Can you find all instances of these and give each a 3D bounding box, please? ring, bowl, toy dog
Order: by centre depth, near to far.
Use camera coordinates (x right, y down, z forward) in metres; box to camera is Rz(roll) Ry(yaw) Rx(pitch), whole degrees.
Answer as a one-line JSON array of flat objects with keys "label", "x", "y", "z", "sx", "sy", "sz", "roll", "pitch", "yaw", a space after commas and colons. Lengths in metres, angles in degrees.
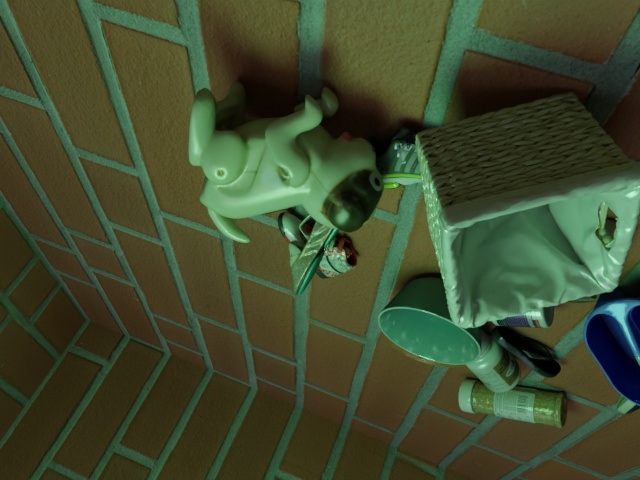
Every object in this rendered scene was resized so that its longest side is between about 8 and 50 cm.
[{"label": "toy dog", "x": -0.062, "y": -0.149, "z": 1.238, "sx": 0.408, "sy": 0.284, "sz": 0.395, "roll": 14, "pitch": 103, "yaw": 8}, {"label": "bowl", "x": 0.344, "y": 0.224, "z": 1.672, "sx": 0.312, "sy": 0.163, "sz": 0.311, "roll": 20, "pitch": 149, "yaw": 13}, {"label": "ring", "x": 0.375, "y": 0.347, "z": 1.959, "sx": 0.337, "sy": 0.032, "sz": 0.336, "roll": 19, "pitch": 147, "yaw": 13}]

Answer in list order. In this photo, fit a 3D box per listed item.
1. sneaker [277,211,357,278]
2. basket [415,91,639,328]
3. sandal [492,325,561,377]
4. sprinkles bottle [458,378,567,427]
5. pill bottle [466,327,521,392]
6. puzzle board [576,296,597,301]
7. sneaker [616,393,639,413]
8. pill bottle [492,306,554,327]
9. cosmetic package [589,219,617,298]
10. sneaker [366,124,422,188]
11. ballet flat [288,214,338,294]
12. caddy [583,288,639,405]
[{"label": "sneaker", "x": 0.001, "y": 0.000, "z": 1.672, "sx": 0.145, "sy": 0.090, "sz": 0.270, "roll": -18, "pitch": 123, "yaw": 35}, {"label": "basket", "x": 0.366, "y": -0.052, "z": 1.059, "sx": 0.331, "sy": 0.266, "sz": 0.328, "roll": -15, "pitch": 138, "yaw": 5}, {"label": "sandal", "x": 0.642, "y": 0.338, "z": 1.710, "sx": 0.254, "sy": 0.097, "sz": 0.054, "roll": 32, "pitch": 121, "yaw": -11}, {"label": "sprinkles bottle", "x": 0.681, "y": 0.579, "z": 1.993, "sx": 0.355, "sy": 0.121, "sz": 0.121, "roll": 0, "pitch": 140, "yaw": 35}, {"label": "pill bottle", "x": 0.535, "y": 0.378, "z": 1.796, "sx": 0.131, "sy": 0.131, "sz": 0.229, "roll": -13, "pitch": 131, "yaw": 45}, {"label": "puzzle board", "x": 0.608, "y": 0.146, "z": 1.399, "sx": 0.128, "sy": 0.011, "sz": 0.096, "roll": 3, "pitch": 171, "yaw": 2}, {"label": "sneaker", "x": 0.952, "y": 0.412, "z": 1.554, "sx": 0.148, "sy": 0.131, "sz": 0.350, "roll": 21, "pitch": 148, "yaw": 16}, {"label": "pill bottle", "x": 0.531, "y": 0.184, "z": 1.541, "sx": 0.194, "sy": 0.108, "sz": 0.108, "roll": -4, "pitch": 138, "yaw": 38}, {"label": "cosmetic package", "x": 0.631, "y": 0.042, "z": 1.310, "sx": 0.099, "sy": 0.060, "sz": 0.239, "roll": 16, "pitch": 147, "yaw": 18}, {"label": "sneaker", "x": 0.219, "y": -0.193, "z": 1.219, "sx": 0.300, "sy": 0.111, "sz": 0.121, "roll": -8, "pitch": 131, "yaw": 39}, {"label": "ballet flat", "x": -0.026, "y": 0.007, "z": 1.583, "sx": 0.106, "sy": 0.107, "sz": 0.316, "roll": 33, "pitch": 108, "yaw": 8}, {"label": "caddy", "x": 0.787, "y": 0.256, "z": 1.323, "sx": 0.241, "sy": 0.179, "sz": 0.341, "roll": -27, "pitch": 103, "yaw": 47}]
